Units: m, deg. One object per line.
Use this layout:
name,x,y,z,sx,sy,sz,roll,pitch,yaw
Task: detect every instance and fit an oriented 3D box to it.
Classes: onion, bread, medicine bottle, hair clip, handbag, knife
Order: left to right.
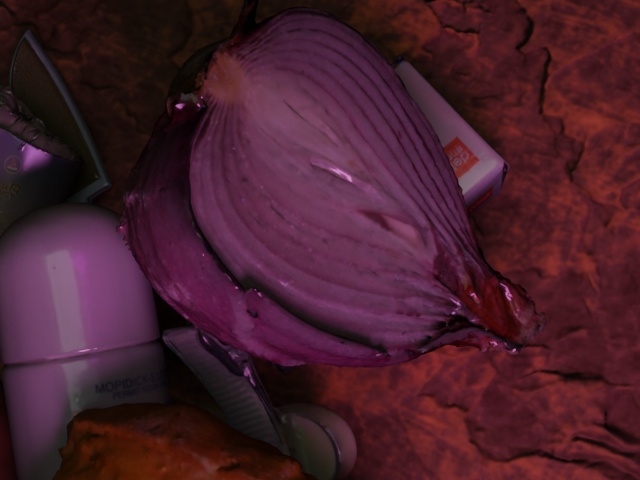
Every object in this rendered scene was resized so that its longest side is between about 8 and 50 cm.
handbag,-0.284,-0.044,1.217,0.117,0.095,0.173,30,95,15
knife,-0.215,-0.045,1.254,0.061,0.027,0.343,-31,70,14
medicine bottle,-0.181,0.139,1.102,0.130,0.130,0.341,-9,90,3
hair clip,-0.055,0.153,1.134,0.071,0.159,0.218,-36,102,-43
bread,-0.045,0.255,0.991,0.340,0.179,0.194,44,67,-20
onion,0.000,0.000,1.080,0.349,0.159,0.267,42,55,-17

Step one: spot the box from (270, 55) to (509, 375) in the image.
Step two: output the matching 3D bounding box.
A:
box,0.021,-0.022,1.198,0.269,0.079,0.135,-40,75,-6

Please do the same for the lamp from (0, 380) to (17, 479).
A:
lamp,-0.321,0.187,1.142,0.182,0.140,0.182,-1,76,2
